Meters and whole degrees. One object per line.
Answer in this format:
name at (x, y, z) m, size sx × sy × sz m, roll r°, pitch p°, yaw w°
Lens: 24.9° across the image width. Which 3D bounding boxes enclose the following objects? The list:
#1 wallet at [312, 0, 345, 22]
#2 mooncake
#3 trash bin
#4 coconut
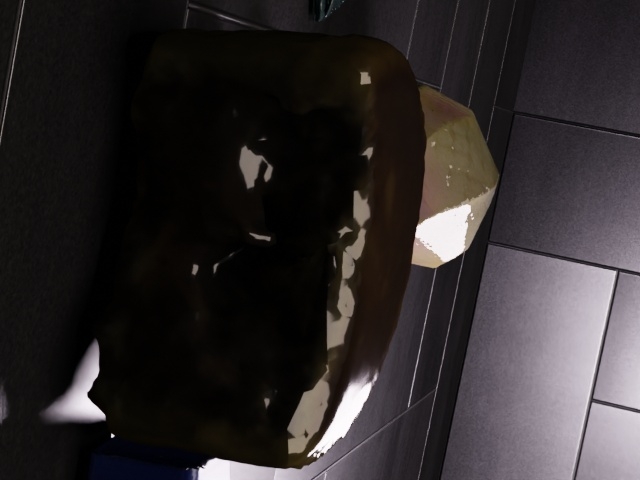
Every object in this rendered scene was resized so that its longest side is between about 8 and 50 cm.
wallet at (0.021, -0.330, 1.813) m, size 0.129 × 0.026 × 0.088 m, roll -56°, pitch 154°, yaw -55°
mooncake at (-0.062, 0.007, 1.347) m, size 0.394 × 0.246 × 0.393 m, roll -63°, pitch 151°, yaw -31°
trash bin at (-0.158, 0.307, 1.423) m, size 0.184 × 0.163 × 0.234 m, roll -25°, pitch 120°, yaw -73°
coconut at (0.131, -0.081, 2.053) m, size 0.259 × 0.259 × 0.259 m, roll 12°, pitch 90°, yaw -76°
